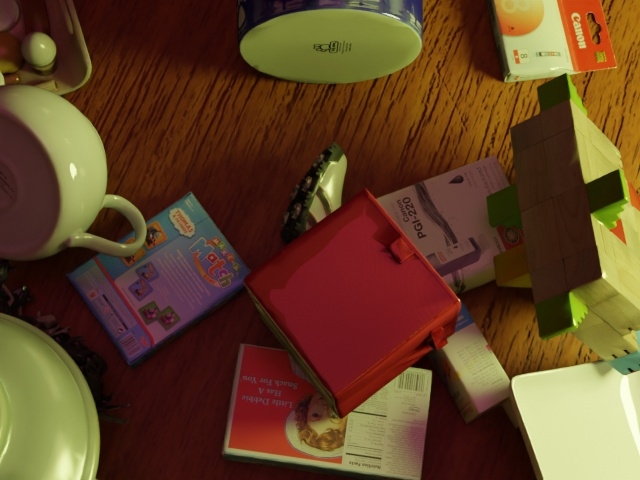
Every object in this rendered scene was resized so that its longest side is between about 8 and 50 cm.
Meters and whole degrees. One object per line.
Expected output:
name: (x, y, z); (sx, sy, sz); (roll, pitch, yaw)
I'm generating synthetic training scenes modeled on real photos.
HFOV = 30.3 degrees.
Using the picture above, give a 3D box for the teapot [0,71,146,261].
teapot: (-0.379, -0.100, 1.607); (0.252, 0.187, 0.256); (3, 110, 25)

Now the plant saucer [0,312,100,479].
plant saucer: (-0.461, 0.233, 1.361); (0.400, 0.101, 0.401); (0, 56, 1)

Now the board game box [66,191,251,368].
board game box: (-0.223, 0.054, 1.661); (0.211, 0.039, 0.160); (-35, 77, -11)

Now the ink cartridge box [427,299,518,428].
ink cartridge box: (0.205, 0.183, 1.607); (0.061, 0.104, 0.181); (-28, 76, -10)

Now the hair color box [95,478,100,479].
hair color box: (-0.360, 0.455, 1.455); (0.173, 0.105, 0.347); (18, 71, 6)

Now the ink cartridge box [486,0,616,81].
ink cartridge box: (0.355, -0.322, 1.803); (0.179, 0.045, 0.146); (-9, 74, -3)

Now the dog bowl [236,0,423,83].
dog bowl: (0.013, -0.317, 1.670); (0.264, 0.265, 0.104); (0, 75, -3)

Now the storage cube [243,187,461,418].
storage cube: (0.042, 0.086, 1.489); (0.193, 0.184, 0.215); (-36, 75, -7)

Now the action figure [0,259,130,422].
action figure: (-0.376, 0.160, 1.566); (0.141, 0.164, 0.275); (-37, 68, -22)

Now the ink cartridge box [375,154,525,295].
ink cartridge box: (0.174, -0.006, 1.672); (0.217, 0.092, 0.159); (-21, 75, -7)

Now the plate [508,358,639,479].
plate: (0.370, 0.299, 1.555); (0.278, 0.045, 0.277); (-5, 72, -39)

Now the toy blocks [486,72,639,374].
toy blocks: (0.378, 0.002, 1.598); (0.190, 0.261, 0.382); (-26, 48, 30)

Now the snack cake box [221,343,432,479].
snack cake box: (0.010, 0.236, 1.590); (0.264, 0.089, 0.152); (9, 74, 0)

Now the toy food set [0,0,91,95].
toy food set: (-0.507, -0.299, 1.730); (0.306, 0.092, 0.220); (-17, 75, -8)

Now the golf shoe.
golf shoe: (0.000, 0.000, 1.670); (0.120, 0.105, 0.273); (20, 79, -11)
